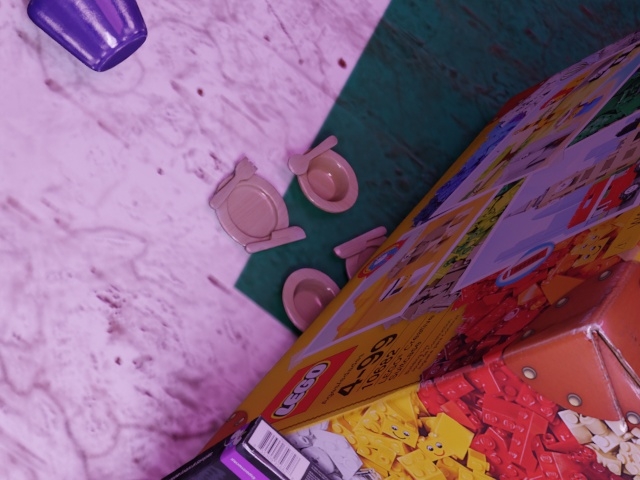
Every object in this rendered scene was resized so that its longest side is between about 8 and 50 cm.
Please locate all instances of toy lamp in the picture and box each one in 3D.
[{"bbox_3d":[-0.222,-0.242,1.083,0.080,0.080,0.275,-33,86,-41],"label":"toy lamp"}]

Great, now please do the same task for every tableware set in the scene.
[{"bbox_3d":[0.000,0.000,1.148,0.141,0.020,0.169,-31,87,-41],"label":"tableware set"}]

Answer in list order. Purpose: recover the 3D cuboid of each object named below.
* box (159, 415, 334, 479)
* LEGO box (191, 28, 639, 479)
[{"bbox_3d":[-0.042,0.179,0.932,0.116,0.162,0.029,43,46,-10],"label":"box"},{"bbox_3d":[0.201,0.030,1.030,0.193,0.372,0.500,52,48,-10],"label":"LEGO box"}]
